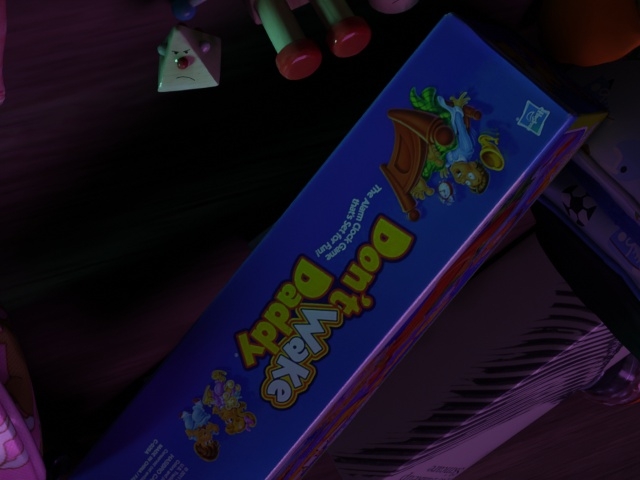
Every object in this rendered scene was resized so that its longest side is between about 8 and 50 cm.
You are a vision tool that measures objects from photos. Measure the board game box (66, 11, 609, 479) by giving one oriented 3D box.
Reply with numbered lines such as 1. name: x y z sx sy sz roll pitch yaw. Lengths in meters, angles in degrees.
1. board game box: 0.006 0.040 0.972 0.347 0.078 0.233 -51 173 12

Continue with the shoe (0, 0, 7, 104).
1. shoe: -0.185 -0.048 0.788 0.081 0.063 0.178 -10 146 -27

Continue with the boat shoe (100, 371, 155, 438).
1. boat shoe: -0.071 0.107 1.224 0.183 0.066 0.066 -39 156 22

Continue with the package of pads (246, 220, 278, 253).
1. package of pads: 0.000 0.000 1.110 0.083 0.050 0.032 -36 162 14

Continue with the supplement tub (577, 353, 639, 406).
1. supplement tub: 0.267 0.083 1.510 0.198 0.106 0.106 -2 144 -46

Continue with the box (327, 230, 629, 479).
1. box: 0.131 0.091 1.385 0.275 0.094 0.113 -40 154 21

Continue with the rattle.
1. rattle: 0.233 -0.173 1.012 0.200 0.130 0.143 -50 174 -19

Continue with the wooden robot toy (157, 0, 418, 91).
1. wooden robot toy: -0.007 -0.131 0.826 0.173 0.076 0.079 -27 145 -7

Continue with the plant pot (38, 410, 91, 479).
1. plant pot: -0.206 0.199 1.072 0.263 0.263 0.229 -27 139 -6

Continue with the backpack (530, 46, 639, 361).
1. backpack: 0.277 -0.046 1.108 0.263 0.276 0.213 -33 149 -9

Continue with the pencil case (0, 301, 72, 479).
1. pencil case: -0.324 0.127 0.875 0.386 0.160 0.167 -25 121 -10
